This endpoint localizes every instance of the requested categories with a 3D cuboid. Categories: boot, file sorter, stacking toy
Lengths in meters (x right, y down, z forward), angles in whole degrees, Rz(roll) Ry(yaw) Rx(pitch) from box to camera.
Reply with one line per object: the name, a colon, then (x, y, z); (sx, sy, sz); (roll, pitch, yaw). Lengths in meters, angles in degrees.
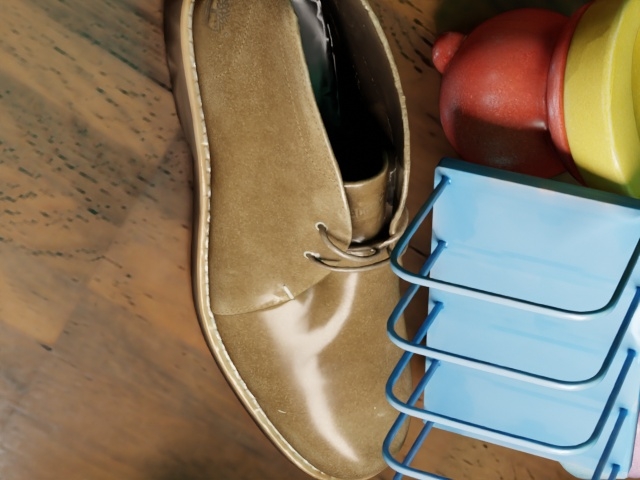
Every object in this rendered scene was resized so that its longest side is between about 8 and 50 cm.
boot: (0.000, 0.000, 0.827); (0.112, 0.115, 0.305); (-23, 112, -25)
file sorter: (0.096, 0.066, 0.814); (0.104, 0.118, 0.170); (-51, 149, -49)
stacking toy: (0.194, -0.025, 0.956); (0.279, 0.130, 0.309); (-38, 121, -45)
